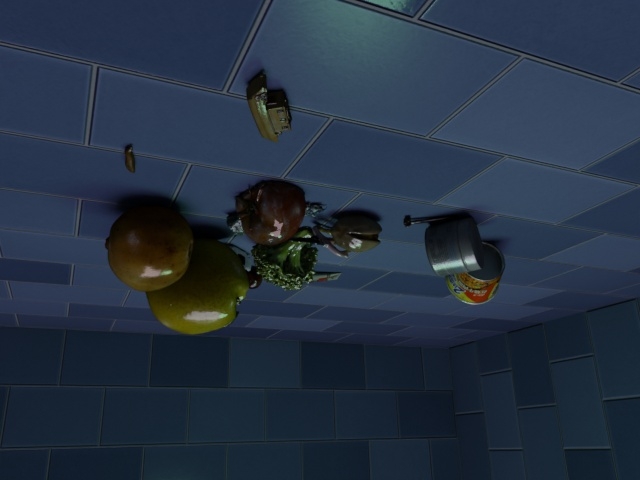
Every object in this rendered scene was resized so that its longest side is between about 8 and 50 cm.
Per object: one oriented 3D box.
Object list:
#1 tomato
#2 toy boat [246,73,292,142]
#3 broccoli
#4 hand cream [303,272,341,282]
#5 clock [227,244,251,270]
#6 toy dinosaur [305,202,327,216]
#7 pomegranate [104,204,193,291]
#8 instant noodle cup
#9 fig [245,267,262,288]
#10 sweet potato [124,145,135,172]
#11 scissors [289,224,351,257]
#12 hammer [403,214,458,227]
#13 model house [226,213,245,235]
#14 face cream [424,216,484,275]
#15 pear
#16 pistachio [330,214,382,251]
[{"bbox_3d":[-0.145,-0.065,1.636,0.181,0.155,0.214,9,157,-37],"label":"tomato"},{"bbox_3d":[-0.104,-0.276,1.188,0.077,0.057,0.200,-8,159,4],"label":"toy boat"},{"bbox_3d":[-0.111,0.078,1.978,0.242,0.180,0.273,16,153,-38],"label":"broccoli"},{"bbox_3d":[-0.028,0.158,2.416,0.234,0.050,0.080,-2,157,-18],"label":"hand cream"},{"bbox_3d":[-0.347,0.074,2.098,0.117,0.080,0.176,-9,161,21],"label":"clock"},{"bbox_3d":[-0.023,-0.095,1.725,0.083,0.030,0.047,7,161,-23],"label":"toy dinosaur"},{"bbox_3d":[-0.513,0.023,1.692,0.264,0.264,0.264,-1,160,-1],"label":"pomegranate"},{"bbox_3d":[0.587,0.112,2.121,0.213,0.213,0.174,-2,152,0],"label":"instant noodle cup"},{"bbox_3d":[-0.272,0.155,2.345,0.089,0.089,0.125,-8,180,18],"label":"fig"},{"bbox_3d":[-0.475,-0.203,1.405,0.026,0.026,0.115,3,154,-11],"label":"sweet potato"},{"bbox_3d":[0.000,0.000,1.800,0.317,0.160,0.024,2,128,-55],"label":"scissors"},{"bbox_3d":[0.361,-0.067,1.847,0.178,0.021,0.065,-5,159,8],"label":"hammer"},{"bbox_3d":[-0.240,-0.063,1.777,0.083,0.066,0.079,-32,137,23],"label":"model house"},{"bbox_3d":[0.443,0.022,1.869,0.153,0.177,0.177,-12,158,26],"label":"face cream"},{"bbox_3d":[-0.443,0.123,1.876,0.386,0.340,0.191,15,160,23],"label":"pear"},{"bbox_3d":[0.120,-0.023,1.818,0.185,0.124,0.124,7,159,-37],"label":"pistachio"}]
